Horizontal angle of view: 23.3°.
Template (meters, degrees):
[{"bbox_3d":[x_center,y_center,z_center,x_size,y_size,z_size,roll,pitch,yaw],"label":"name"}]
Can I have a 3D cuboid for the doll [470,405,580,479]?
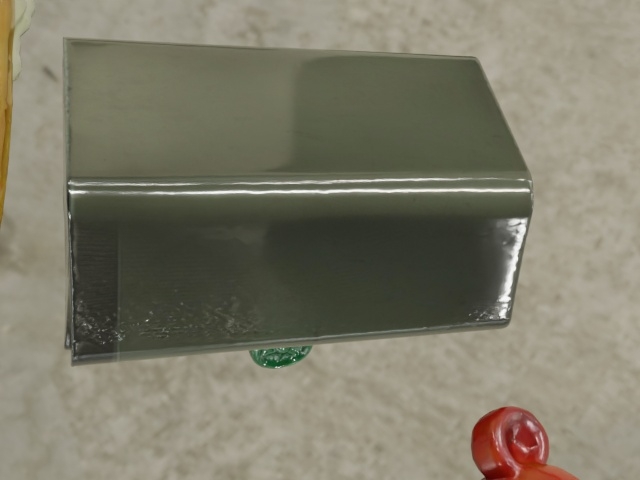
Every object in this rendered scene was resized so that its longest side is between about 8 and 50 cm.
[{"bbox_3d":[0.124,0.256,0.723,0.183,0.160,0.363,-3,76,-46],"label":"doll"}]

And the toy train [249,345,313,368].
[{"bbox_3d":[0.000,0.000,1.884,0.429,0.178,0.249,-14,141,-4],"label":"toy train"}]

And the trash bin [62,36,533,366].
[{"bbox_3d":[-0.021,-0.025,0.853,0.241,0.164,0.122,-1,126,-8],"label":"trash bin"}]

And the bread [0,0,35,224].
[{"bbox_3d":[-0.220,-0.081,0.496,0.270,0.211,0.315,9,76,-49],"label":"bread"}]
